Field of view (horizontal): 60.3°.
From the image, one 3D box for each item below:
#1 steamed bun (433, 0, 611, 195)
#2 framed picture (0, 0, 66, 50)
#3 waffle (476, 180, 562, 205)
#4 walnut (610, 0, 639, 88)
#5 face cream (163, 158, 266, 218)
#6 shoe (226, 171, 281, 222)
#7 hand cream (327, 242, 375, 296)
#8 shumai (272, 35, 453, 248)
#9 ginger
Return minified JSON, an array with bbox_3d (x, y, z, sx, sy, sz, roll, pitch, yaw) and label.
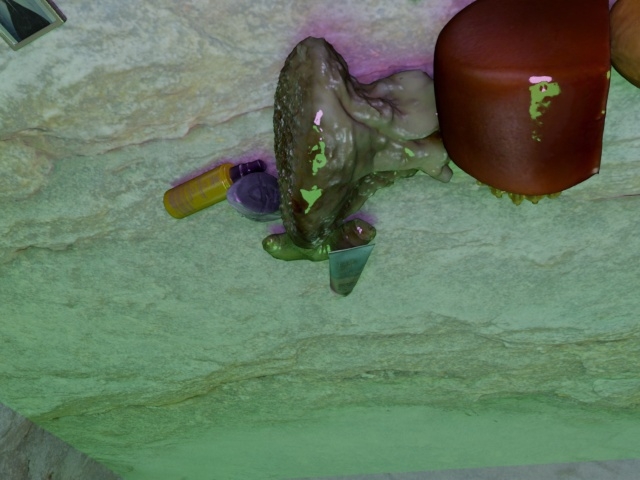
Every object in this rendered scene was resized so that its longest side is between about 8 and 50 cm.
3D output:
[{"bbox_3d":[0.305,-0.249,0.860,0.248,0.379,0.235,2,133,23],"label":"steamed bun"},{"bbox_3d":[-0.598,-0.467,1.026,0.150,0.015,0.203,-15,132,24],"label":"framed picture"},{"bbox_3d":[0.441,-0.181,1.139,0.249,0.056,0.253,31,131,-23],"label":"waffle"},{"bbox_3d":[0.601,-0.331,0.857,0.298,0.203,0.203,-4,136,6],"label":"walnut"},{"bbox_3d":[-0.243,-0.128,1.284,0.273,0.078,0.078,-20,130,26],"label":"face cream"},{"bbox_3d":[-0.145,-0.086,1.248,0.138,0.095,0.245,-17,169,30],"label":"shoe"},{"bbox_3d":[0.068,0.073,1.369,0.111,0.070,0.312,-10,162,-5],"label":"hand cream"},{"bbox_3d":[0.077,-0.179,1.040,0.324,0.324,0.397,-5,134,-13],"label":"shumai"},{"bbox_3d":[-0.005,0.002,1.377,0.290,0.089,0.137,0,135,10],"label":"ginger"}]
